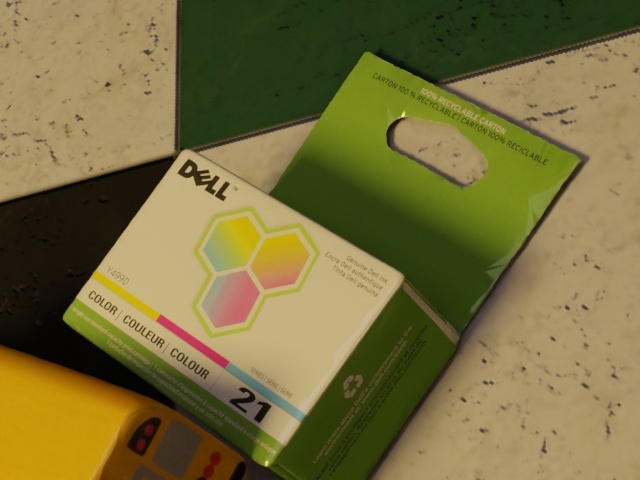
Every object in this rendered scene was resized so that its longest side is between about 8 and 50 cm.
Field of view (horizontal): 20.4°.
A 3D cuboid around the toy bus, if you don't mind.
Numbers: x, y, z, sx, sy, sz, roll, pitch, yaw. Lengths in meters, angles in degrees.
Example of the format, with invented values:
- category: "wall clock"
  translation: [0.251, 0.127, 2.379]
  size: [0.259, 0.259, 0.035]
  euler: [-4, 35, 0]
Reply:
- category: "toy bus"
  translation: [-0.190, 0.124, 1.042]
  size: [0.332, 0.130, 0.108]
  euler: [13, 71, 45]

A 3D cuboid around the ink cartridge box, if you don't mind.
- category: "ink cartridge box"
  translation: [0.000, 0.000, 1.056]
  size: [0.189, 0.097, 0.255]
  euler: [31, 83, 36]
